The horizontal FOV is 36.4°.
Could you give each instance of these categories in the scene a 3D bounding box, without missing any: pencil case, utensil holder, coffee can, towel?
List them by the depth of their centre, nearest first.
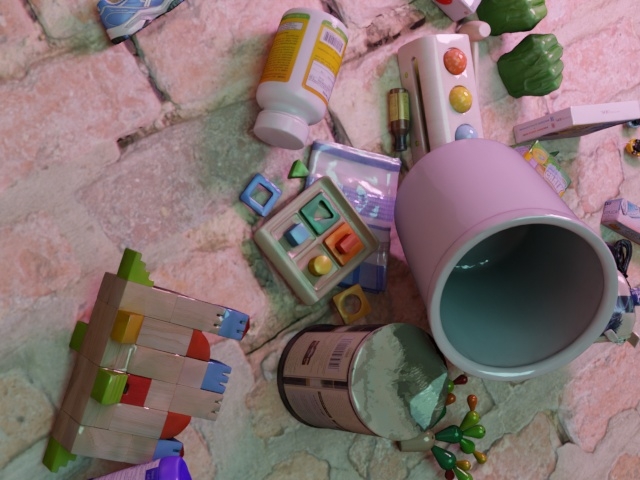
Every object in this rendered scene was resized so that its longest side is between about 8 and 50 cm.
[{"bbox_3d":[0.071,0.251,1.765,0.202,0.275,0.201,3,84,-29],"label":"coffee can"},{"bbox_3d":[0.320,0.020,1.796,0.328,0.385,0.327,-3,117,-6],"label":"utensil holder"},{"bbox_3d":[0.059,-0.048,1.928,0.209,0.034,0.285,13,79,-27],"label":"towel"},{"bbox_3d":[0.454,0.168,2.008,0.410,0.160,0.183,-11,47,-16],"label":"pencil case"}]

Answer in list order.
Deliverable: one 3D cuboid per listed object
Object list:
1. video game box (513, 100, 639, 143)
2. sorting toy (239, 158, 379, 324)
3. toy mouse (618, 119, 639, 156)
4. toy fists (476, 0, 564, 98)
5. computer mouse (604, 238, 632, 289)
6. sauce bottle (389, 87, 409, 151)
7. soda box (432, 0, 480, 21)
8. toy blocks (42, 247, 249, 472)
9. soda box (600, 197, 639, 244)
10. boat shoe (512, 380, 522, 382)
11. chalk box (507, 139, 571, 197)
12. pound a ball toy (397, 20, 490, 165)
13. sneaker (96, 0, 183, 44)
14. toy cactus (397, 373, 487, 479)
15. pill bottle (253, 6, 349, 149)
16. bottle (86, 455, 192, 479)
[{"bbox_3d":[0.563,-0.260,2.141,0.205,0.187,0.048,-9,89,-30],"label":"video game box"},{"bbox_3d":[0.000,0.000,1.853,0.196,0.047,0.347,-40,99,-18],"label":"sorting toy"},{"bbox_3d":[0.778,-0.265,2.349,0.161,0.031,0.143,21,75,-26],"label":"toy mouse"},{"bbox_3d":[0.447,-0.448,2.121,0.096,0.142,0.279,-24,97,-29],"label":"toy fists"},{"bbox_3d":[0.607,0.063,2.206,0.272,0.072,0.188,18,74,-39],"label":"computer mouse"},{"bbox_3d":[0.162,-0.248,2.002,0.042,0.042,0.128,3,85,-29],"label":"sauce bottle"},{"bbox_3d":[0.245,-0.565,2.060,0.216,0.074,0.069,38,68,-20],"label":"soda box"},{"bbox_3d":[-0.275,0.229,1.647,0.261,0.191,0.381,20,86,-35],"label":"toy blocks"},{"bbox_3d":[0.750,-0.035,2.295,0.183,0.058,0.063,24,74,-25],"label":"soda box"},{"bbox_3d":[0.490,0.232,2.110,0.227,0.081,0.079,-32,100,-28],"label":"boat shoe"},{"bbox_3d":[0.433,-0.125,2.087,0.132,0.132,0.213,46,65,-18],"label":"chalk box"},{"bbox_3d":[0.293,-0.310,2.026,0.208,0.136,0.319,-7,89,-29],"label":"pound a ball toy"},{"bbox_3d":[-0.305,-0.436,1.739,0.211,0.080,0.081,-42,108,-27],"label":"sneaker"},{"bbox_3d":[0.242,0.389,1.962,0.181,0.112,0.218,-7,91,-11],"label":"toy cactus"},{"bbox_3d":[-0.043,-0.302,1.838,0.136,0.136,0.245,24,74,-25],"label":"pill bottle"},{"bbox_3d":[-0.348,0.431,1.560,0.283,0.118,0.092,-17,106,0],"label":"bottle"}]
